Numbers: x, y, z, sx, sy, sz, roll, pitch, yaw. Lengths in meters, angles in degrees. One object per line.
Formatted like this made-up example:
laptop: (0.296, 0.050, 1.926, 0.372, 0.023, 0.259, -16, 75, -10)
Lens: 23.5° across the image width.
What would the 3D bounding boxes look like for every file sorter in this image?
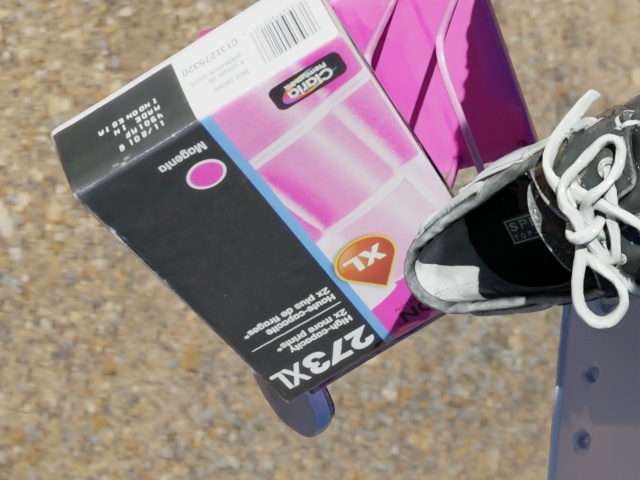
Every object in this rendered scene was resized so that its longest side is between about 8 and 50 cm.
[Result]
file sorter: (0.025, -0.105, 1.431, 0.182, 0.290, 0.202, -65, 138, -56)

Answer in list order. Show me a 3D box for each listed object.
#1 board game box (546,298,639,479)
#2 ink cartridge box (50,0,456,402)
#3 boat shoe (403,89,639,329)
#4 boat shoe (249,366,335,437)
board game box: (0.278, 0.093, 0.756, 0.050, 0.390, 0.390, 22, 67, -37)
ink cartridge box: (0.000, 0.000, 0.989, 0.175, 0.069, 0.371, -31, 144, 7)
boat shoe: (0.149, -0.020, 0.766, 0.105, 0.306, 0.113, -31, 101, -33)
boat shoe: (-0.039, 0.096, 1.532, 0.076, 0.228, 0.080, -18, 139, -29)
